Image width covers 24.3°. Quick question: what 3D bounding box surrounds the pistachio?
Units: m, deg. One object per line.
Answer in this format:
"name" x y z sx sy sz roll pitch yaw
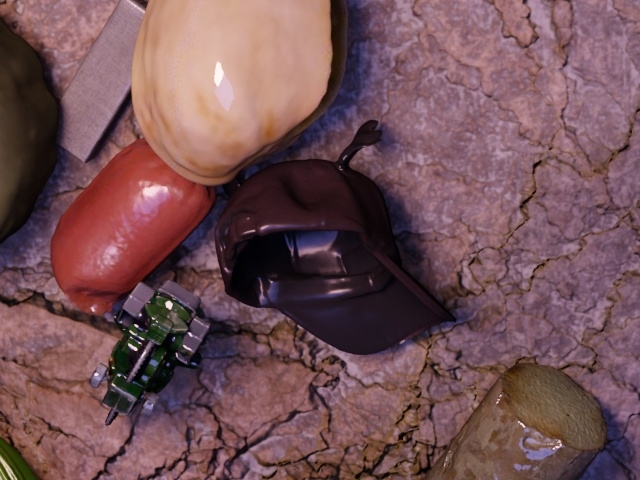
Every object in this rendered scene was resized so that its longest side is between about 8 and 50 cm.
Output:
"pistachio" -0.090 -0.217 1.699 0.238 0.229 0.321 20 96 4

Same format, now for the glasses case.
"glasses case" -0.256 -0.197 1.809 0.071 0.047 0.205 35 108 2

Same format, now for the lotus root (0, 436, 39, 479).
"lotus root" -0.466 0.305 1.941 0.186 0.186 0.186 1 108 4

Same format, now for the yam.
"yam" 0.230 0.295 1.882 0.161 0.161 0.268 32 110 -7

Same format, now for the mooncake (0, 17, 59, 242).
"mooncake" -0.493 -0.127 1.763 0.357 0.194 0.356 3 109 8

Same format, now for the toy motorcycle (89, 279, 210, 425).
"toy motorcycle" -0.202 0.124 1.824 0.125 0.274 0.187 31 64 -3

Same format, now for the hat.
"hat" 0.019 -0.011 1.812 0.336 0.209 0.238 29 141 -31

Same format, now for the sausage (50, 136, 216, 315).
"sausage" -0.234 -0.022 1.816 0.254 0.148 0.148 -41 101 16
